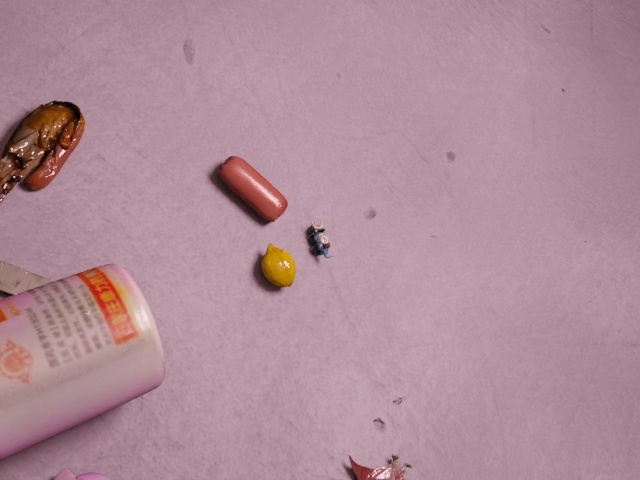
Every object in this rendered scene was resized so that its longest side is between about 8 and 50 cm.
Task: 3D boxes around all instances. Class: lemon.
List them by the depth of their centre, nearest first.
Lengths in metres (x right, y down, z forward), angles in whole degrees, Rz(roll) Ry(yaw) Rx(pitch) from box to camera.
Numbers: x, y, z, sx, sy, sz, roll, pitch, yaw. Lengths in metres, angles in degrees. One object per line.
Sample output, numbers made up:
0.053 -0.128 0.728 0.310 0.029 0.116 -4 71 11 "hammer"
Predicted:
-0.082 0.049 1.324 0.065 0.065 0.092 -25 90 -30 "lemon"

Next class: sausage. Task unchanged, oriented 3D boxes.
-0.470 -0.152 1.224 0.036 0.042 0.158 55 52 -46 "sausage"
-0.133 -0.103 1.351 0.154 0.062 0.062 42 60 -8 "sausage"

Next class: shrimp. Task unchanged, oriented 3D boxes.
-0.498 -0.143 1.164 0.066 0.117 0.262 54 47 -49 "shrimp"

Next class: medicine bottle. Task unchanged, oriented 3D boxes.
-0.447 0.194 1.013 0.388 0.219 0.219 -22 83 -29 "medicine bottle"

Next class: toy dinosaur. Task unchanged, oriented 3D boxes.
0.135 0.468 1.306 0.220 0.032 0.108 39 58 -11 "toy dinosaur"
0.000 0.000 1.389 0.030 0.047 0.083 -10 76 -30 "toy dinosaur"

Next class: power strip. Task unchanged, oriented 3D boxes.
-0.493 0.074 1.144 0.136 0.019 0.051 23 66 -17 "power strip"

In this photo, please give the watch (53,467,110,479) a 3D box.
-0.346 0.492 0.991 0.211 0.248 0.218 -30 114 -32 "watch"
